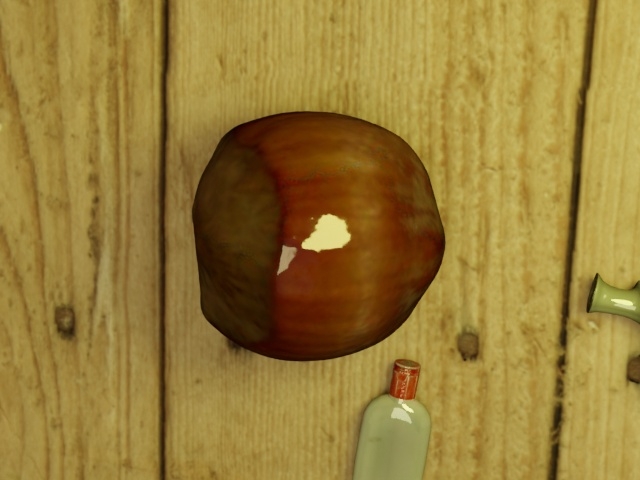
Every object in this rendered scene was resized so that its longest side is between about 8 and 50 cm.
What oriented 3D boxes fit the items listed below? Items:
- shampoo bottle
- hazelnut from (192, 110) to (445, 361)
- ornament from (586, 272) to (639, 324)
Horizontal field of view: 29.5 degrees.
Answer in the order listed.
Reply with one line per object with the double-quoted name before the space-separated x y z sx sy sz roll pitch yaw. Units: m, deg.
"shampoo bottle" 0.115 0.290 1.855 0.108 0.051 0.221 11 103 9
"hazelnut" -0.008 0.001 1.694 0.366 0.366 0.366 2 102 9
"ornament" 0.466 0.094 1.749 0.156 0.075 0.081 15 82 7
